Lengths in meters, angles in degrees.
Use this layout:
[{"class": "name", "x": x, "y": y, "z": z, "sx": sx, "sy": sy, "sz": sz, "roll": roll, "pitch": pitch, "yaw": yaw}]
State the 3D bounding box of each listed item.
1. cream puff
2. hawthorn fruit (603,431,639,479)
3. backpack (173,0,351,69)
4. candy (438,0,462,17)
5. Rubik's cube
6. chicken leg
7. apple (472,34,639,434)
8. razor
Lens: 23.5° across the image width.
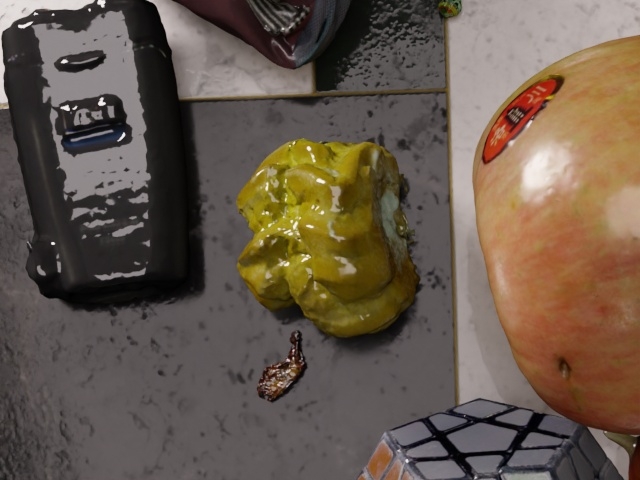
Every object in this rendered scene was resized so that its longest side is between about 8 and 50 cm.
[{"class": "cream puff", "x": -0.002, "y": -0.001, "z": 1.604, "sx": 0.194, "sy": 0.195, "sz": 0.221, "roll": -11, "pitch": 76, "yaw": 3}, {"class": "hawthorn fruit", "x": 0.395, "y": 0.240, "z": 1.525, "sx": 0.251, "sy": 0.199, "sz": 0.199, "roll": 18, "pitch": 82, "yaw": 23}, {"class": "backpack", "x": -0.065, "y": -0.372, "z": 1.628, "sx": 0.283, "sy": 0.197, "sz": 0.317, "roll": 26, "pitch": 109, "yaw": -1}, {"class": "candy", "x": 0.161, "y": -0.282, "z": 1.712, "sx": 0.023, "sy": 0.025, "sz": 0.083, "roll": 41, "pitch": 76, "yaw": -18}, {"class": "Rubik's cube", "x": 0.165, "y": 0.310, "z": 1.487, "sx": 0.319, "sy": 0.319, "sz": 0.264, "roll": -39, "pitch": 53, "yaw": -2}, {"class": "chicken leg", "x": -0.037, "y": 0.138, "z": 1.656, "sx": 0.036, "sy": 0.021, "sz": 0.083, "roll": 35, "pitch": 84, "yaw": 19}, {"class": "apple", "x": 0.333, "y": -0.012, "z": 1.465, "sx": 0.346, "sy": 0.391, "sz": 0.391, "roll": -17, "pitch": 80, "yaw": 11}, {"class": "razor", "x": -0.241, "y": -0.097, "z": 1.668, "sx": 0.189, "sy": 0.107, "sz": 0.327, "roll": -9, "pitch": 81, "yaw": 3}]
